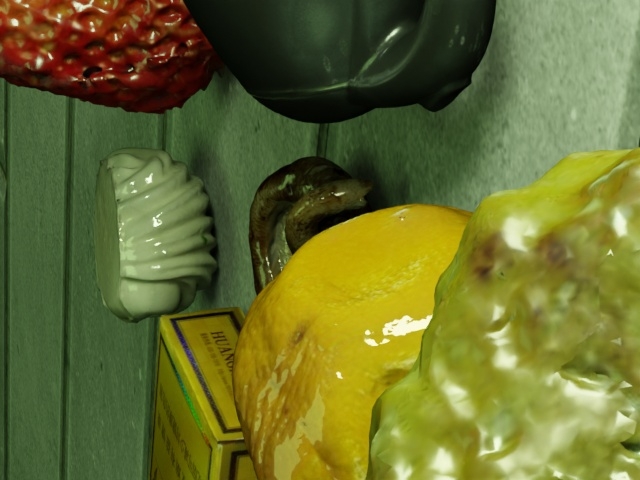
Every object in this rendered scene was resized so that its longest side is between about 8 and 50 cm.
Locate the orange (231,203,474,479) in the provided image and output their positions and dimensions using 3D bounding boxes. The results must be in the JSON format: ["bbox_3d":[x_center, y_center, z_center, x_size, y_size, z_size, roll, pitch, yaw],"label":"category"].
[{"bbox_3d":[0.081,0.092,0.890,0.249,0.183,0.249,51,-161,-24],"label":"orange"}]

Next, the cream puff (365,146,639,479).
[{"bbox_3d":[0.156,0.100,0.695,0.185,0.282,0.282,40,-151,-56],"label":"cream puff"}]

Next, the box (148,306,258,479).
[{"bbox_3d":[-0.095,0.238,1.559,0.193,0.084,0.301,-121,32,-52],"label":"box"}]

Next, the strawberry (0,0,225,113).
[{"bbox_3d":[-0.200,-0.206,1.508,0.205,0.244,0.205,173,90,-68],"label":"strawberry"}]

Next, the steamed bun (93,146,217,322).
[{"bbox_3d":[-0.154,-0.006,1.639,0.183,0.106,0.183,179,90,-71],"label":"steamed bun"}]

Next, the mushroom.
[{"bbox_3d":[0.002,-0.001,1.242,0.135,0.080,0.170,66,155,15],"label":"mushroom"}]

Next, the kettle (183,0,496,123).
[{"bbox_3d":[0.001,-0.209,1.037,0.268,0.207,0.290,13,120,56],"label":"kettle"}]
